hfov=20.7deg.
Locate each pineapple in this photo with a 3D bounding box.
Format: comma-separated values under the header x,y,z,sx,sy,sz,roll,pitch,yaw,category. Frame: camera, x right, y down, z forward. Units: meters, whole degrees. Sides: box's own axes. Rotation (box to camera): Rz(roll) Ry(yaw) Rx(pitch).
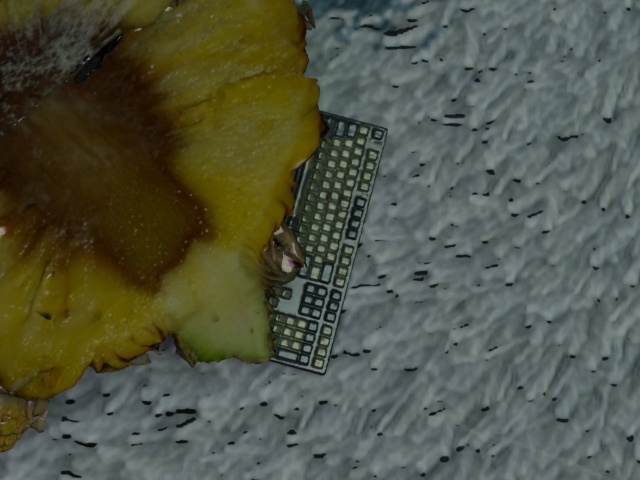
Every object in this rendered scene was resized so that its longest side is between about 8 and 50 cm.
x,y,z,sx,sy,sz,roll,pitch,yaw,category
-0.146,-0.045,1.123,0.344,0.209,0.286,-41,134,-3,pineapple

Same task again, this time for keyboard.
x,y,z,sx,sy,sz,roll,pitch,yaw,category
0.000,0.000,1.191,0.055,0.014,0.176,15,80,-3,keyboard

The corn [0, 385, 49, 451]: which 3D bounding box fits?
x,y,z,sx,sy,sz,roll,pitch,yaw,category
-0.284,0.073,1.106,0.238,0.080,0.080,21,80,-3,corn
